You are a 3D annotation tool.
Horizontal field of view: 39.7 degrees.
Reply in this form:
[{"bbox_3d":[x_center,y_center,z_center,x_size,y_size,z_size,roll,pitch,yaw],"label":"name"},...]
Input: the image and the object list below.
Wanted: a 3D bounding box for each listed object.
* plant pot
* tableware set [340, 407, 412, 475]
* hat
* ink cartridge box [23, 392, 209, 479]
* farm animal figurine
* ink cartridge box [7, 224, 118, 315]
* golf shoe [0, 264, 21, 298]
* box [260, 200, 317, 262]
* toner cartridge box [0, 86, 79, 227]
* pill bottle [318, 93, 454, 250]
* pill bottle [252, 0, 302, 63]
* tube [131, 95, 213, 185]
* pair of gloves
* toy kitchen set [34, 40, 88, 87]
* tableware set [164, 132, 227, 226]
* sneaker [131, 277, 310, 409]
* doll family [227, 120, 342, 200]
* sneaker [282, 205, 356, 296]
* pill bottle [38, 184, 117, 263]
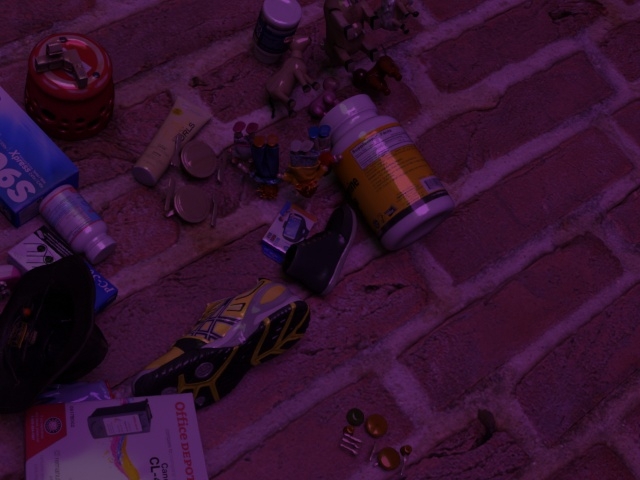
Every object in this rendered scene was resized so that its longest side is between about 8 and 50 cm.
[{"bbox_3d":[-0.532,-0.337,1.895,0.191,0.174,0.191,8,62,-15],"label":"plant pot"},{"bbox_3d":[0.116,0.413,1.828,0.154,0.024,0.104,26,57,-3],"label":"tableware set"},{"bbox_3d":[-0.479,0.189,1.622,0.134,0.331,0.331,36,53,-40],"label":"hat"},{"bbox_3d":[-0.367,0.404,1.583,0.306,0.131,0.226,-3,46,-17],"label":"ink cartridge box"},{"bbox_3d":[0.034,-0.452,2.073,0.330,0.326,0.172,-15,53,-30],"label":"farm animal figurine"},{"bbox_3d":[-0.514,0.071,1.767,0.207,0.046,0.097,40,54,6],"label":"ink cartridge box"},{"bbox_3d":[-0.728,0.077,1.672,0.306,0.115,0.140,-15,67,-24],"label":"golf shoe"},{"bbox_3d":[-0.074,-0.016,1.968,0.081,0.028,0.136,31,59,-2],"label":"box"},{"bbox_3d":[-0.678,-0.206,1.841,0.348,0.075,0.165,45,60,7],"label":"toner cartridge box"},{"bbox_3d":[0.139,-0.159,2.011,0.188,0.188,0.334,-26,75,-26],"label":"pill bottle"},{"bbox_3d":[-0.109,-0.497,2.103,0.094,0.169,0.094,7,63,-14],"label":"pill bottle"},{"bbox_3d":[-0.334,-0.225,1.970,0.070,0.062,0.240,57,47,-34],"label":"tube"},{"bbox_3d":[-0.491,0.258,1.708,0.159,0.023,0.198,-13,66,-21],"label":"pair of gloves"},{"bbox_3d":[-0.515,-0.346,1.763,0.083,0.068,0.075,-19,72,-26],"label":"toy kitchen set"},{"bbox_3d":[-0.281,-0.127,1.946,0.128,0.039,0.194,19,65,-30],"label":"tableware set"},{"bbox_3d":[-0.208,0.210,1.779,0.385,0.145,0.147,-27,45,-24],"label":"sneaker"},{"bbox_3d":[-0.086,-0.159,1.943,0.263,0.163,0.118,5,51,8],"label":"doll family"},{"bbox_3d":[0.000,0.000,1.934,0.118,0.083,0.222,31,60,-24],"label":"sneaker"},{"bbox_3d":[-0.492,-0.031,1.809,0.160,0.087,0.087,47,61,7],"label":"pill bottle"}]
